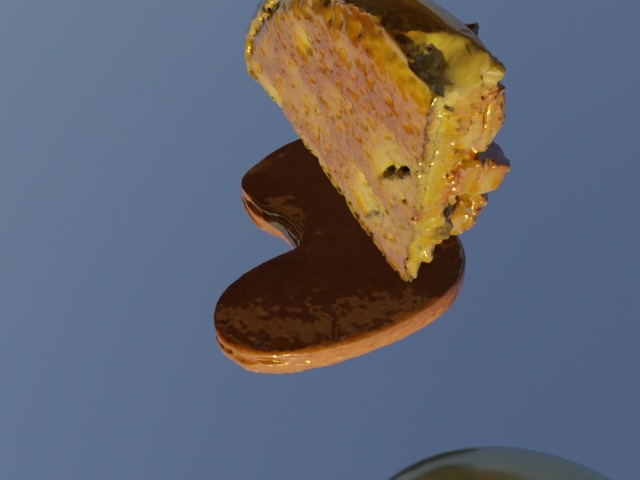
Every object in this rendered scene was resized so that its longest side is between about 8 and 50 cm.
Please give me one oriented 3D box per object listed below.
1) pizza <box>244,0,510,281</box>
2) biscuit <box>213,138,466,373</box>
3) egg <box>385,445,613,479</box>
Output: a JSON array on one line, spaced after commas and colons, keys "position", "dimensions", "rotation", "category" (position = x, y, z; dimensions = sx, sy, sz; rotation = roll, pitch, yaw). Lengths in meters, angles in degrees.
[{"position": [0.026, -0.053, 0.581], "dimensions": [0.046, 0.134, 0.175], "rotation": [-29, -150, -17], "category": "pizza"}, {"position": [0.000, 0.000, 1.027], "dimensions": [0.186, 0.036, 0.192], "rotation": [-18, -128, -8], "category": "biscuit"}, {"position": [0.096, 0.174, 0.672], "dimensions": [0.192, 0.149, 0.149], "rotation": [16, -95, 32], "category": "egg"}]
